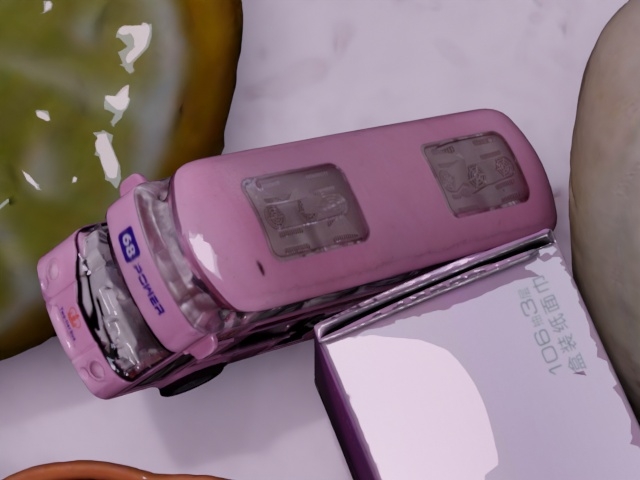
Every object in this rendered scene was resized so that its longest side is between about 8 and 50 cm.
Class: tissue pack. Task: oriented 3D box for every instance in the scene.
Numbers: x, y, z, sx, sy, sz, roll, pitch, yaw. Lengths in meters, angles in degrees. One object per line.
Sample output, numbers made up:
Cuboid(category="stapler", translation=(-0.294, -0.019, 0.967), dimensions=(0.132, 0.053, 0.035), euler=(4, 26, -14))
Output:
Cuboid(category="tissue pack", translation=(0.081, 0.133, 0.676), dimensions=(0.092, 0.148, 0.246), euler=(-21, 79, -5))

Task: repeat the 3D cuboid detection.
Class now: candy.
Cuboid(category="candy", translation=(-0.153, -0.079, 0.696), dimensions=(0.260, 0.118, 0.260), euler=(-3, 97, -27))

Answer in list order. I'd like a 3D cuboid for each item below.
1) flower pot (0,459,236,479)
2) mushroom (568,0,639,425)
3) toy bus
Cuboid(category="flower pot", translation=(-0.040, 0.170, 0.648), dimensions=(0.190, 0.173, 0.190), euler=(-3, 79, 15))
Cuboid(category="mushroom", translation=(0.210, -0.023, 0.682), dimensions=(0.260, 0.234, 0.254), euler=(41, 113, -19))
Cuboid(category="toy bus", translation=(0.000, 0.000, 0.685), dimensions=(0.203, 0.090, 0.063), euler=(-14, 76, -47))
